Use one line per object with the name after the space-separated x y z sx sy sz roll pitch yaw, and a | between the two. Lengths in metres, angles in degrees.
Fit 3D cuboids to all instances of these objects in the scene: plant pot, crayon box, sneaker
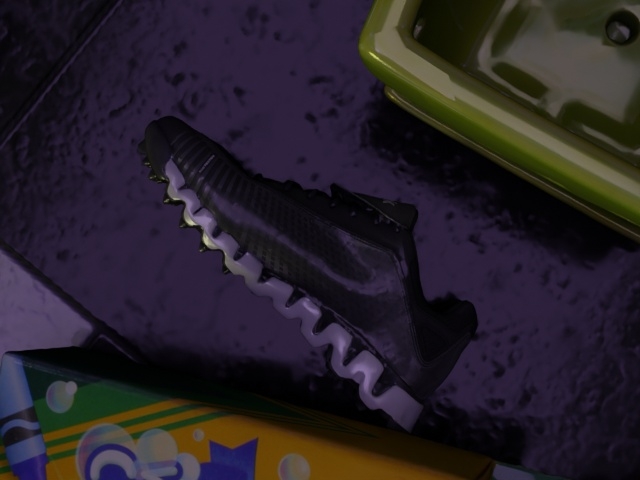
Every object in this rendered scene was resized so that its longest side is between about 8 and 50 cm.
0.165 -0.123 0.508 0.228 0.207 0.227 29 90 2 | plant pot
-0.037 0.191 0.534 0.322 0.083 0.203 11 90 18 | crayon box
0.000 0.000 0.581 0.106 0.078 0.234 -44 92 -2 | sneaker
